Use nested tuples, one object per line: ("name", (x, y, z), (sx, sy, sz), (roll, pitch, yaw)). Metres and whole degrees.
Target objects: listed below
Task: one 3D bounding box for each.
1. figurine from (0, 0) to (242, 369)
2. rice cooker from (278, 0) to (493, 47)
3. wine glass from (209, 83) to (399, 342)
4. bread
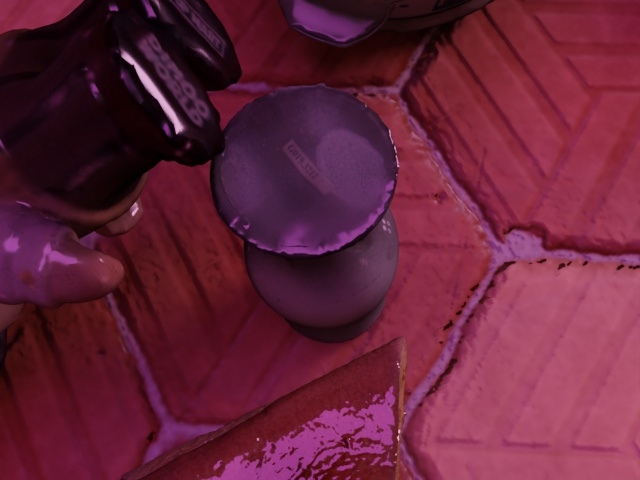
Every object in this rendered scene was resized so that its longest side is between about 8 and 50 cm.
("figurine", (-0.194, 0.005, 0.455), (0.365, 0.206, 0.218), (-18, 50, 16))
("rice cooker", (0.051, -0.275, 0.532), (0.264, 0.316, 0.316), (15, 71, 1))
("wine glass", (0.000, 0.000, 0.476), (0.093, 0.202, 0.092), (-2, 72, 5))
("bread", (-0.011, 0.144, 0.494), (0.193, 0.067, 0.119), (-25, 63, -7))
